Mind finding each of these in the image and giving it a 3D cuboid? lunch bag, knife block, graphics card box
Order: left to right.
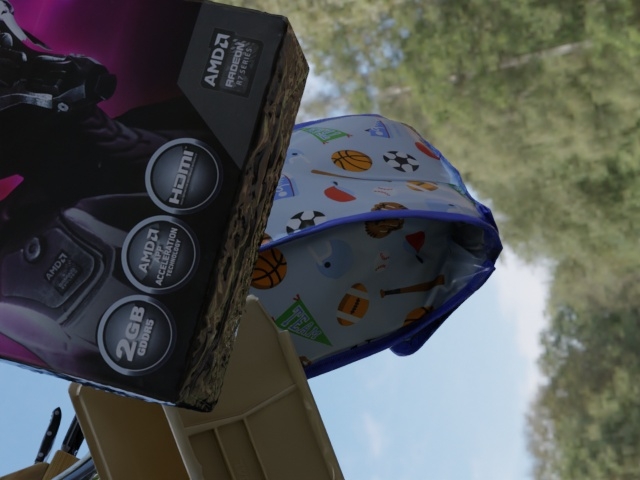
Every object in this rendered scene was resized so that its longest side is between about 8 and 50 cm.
[{"bbox_3d":[-0.213,-0.052,0.688,0.094,0.371,0.232,59,-134,-76],"label":"graphics card box"},{"bbox_3d":[-0.296,0.340,1.423,0.275,0.242,0.088,62,150,23],"label":"knife block"},{"bbox_3d":[0.000,0.000,1.408,0.328,0.385,0.239,-119,9,-59],"label":"lunch bag"}]

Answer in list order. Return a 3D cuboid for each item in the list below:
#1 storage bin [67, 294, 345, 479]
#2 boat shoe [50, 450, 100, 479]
[{"bbox_3d":[-0.097,0.200,0.973,0.123,0.262,0.260,-21,-91,-28],"label":"storage bin"},{"bbox_3d":[-0.231,0.268,1.122,0.228,0.069,0.081,-46,-52,-28],"label":"boat shoe"}]
